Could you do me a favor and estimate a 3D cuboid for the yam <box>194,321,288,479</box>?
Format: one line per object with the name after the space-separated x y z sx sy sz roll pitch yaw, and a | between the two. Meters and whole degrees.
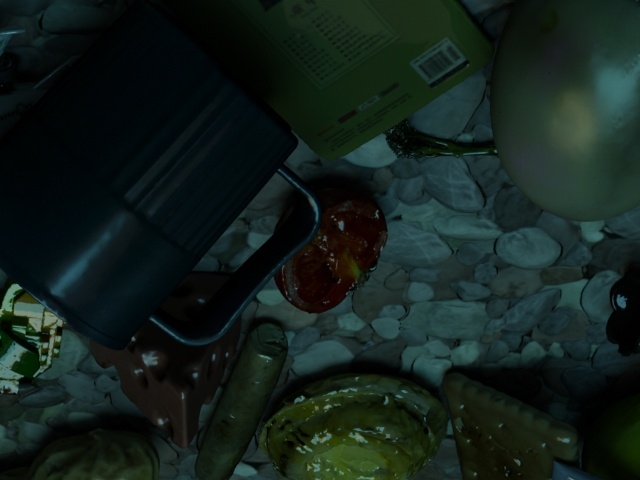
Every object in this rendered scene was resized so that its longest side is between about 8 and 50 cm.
-0.112 0.235 1.883 0.071 0.067 0.317 -5 139 -27 | yam

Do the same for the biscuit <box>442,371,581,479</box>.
0.279 0.329 1.933 0.217 0.044 0.325 25 147 33 | biscuit

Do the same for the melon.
0.289 -0.162 1.407 0.223 0.223 0.317 2 134 -5 | melon

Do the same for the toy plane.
-0.375 -0.127 1.473 0.255 0.101 0.251 -20 141 -23 | toy plane

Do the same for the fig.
0.470 0.288 1.893 0.233 0.233 0.314 -9 106 7 | fig

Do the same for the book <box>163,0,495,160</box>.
-0.001 -0.248 1.442 0.239 0.035 0.352 -31 128 23 | book

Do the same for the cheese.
-0.214 0.135 1.725 0.177 0.203 0.128 15 137 11 | cheese

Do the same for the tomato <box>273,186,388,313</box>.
0.000 0.000 1.649 0.159 0.091 0.139 -49 133 4 | tomato

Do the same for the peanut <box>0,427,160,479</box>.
-0.374 0.364 1.954 0.325 0.140 0.153 -20 114 22 | peanut

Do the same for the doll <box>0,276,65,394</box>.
-0.385 0.107 1.722 0.134 0.106 0.186 36 107 -22 | doll

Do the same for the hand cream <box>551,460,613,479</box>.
0.386 0.340 1.790 0.170 0.043 0.065 17 137 20 | hand cream

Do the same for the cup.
-0.174 -0.053 1.399 0.308 0.242 0.292 42 91 3 | cup

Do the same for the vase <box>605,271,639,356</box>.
0.504 0.105 1.767 0.237 0.115 0.115 4 134 -13 | vase

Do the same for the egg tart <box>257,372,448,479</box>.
0.049 0.291 1.930 0.278 0.095 0.279 -2 135 -2 | egg tart

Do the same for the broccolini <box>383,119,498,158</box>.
0.162 -0.114 1.587 0.194 0.054 0.052 1 165 -13 | broccolini
